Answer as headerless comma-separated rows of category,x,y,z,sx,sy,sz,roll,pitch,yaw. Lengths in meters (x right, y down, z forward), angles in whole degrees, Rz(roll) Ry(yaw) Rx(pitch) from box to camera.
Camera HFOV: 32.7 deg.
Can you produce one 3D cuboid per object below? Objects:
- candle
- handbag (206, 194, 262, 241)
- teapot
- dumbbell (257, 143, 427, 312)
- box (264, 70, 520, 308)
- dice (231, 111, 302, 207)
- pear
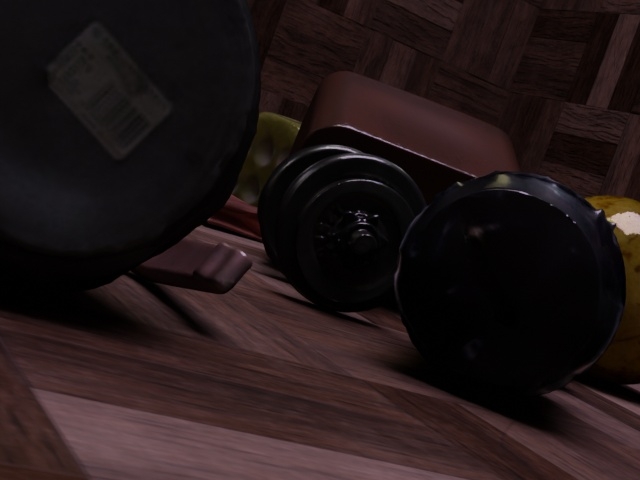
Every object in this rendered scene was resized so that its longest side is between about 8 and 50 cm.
candle,0.204,0.046,1.140,0.221,0.221,0.342,21,3,14
handbag,-0.192,-0.064,1.876,0.157,0.059,0.212,17,5,-43
teapot,-0.213,-0.101,0.863,0.376,0.305,0.361,49,-17,-25
dumbbell,0.025,-0.019,1.341,0.192,0.192,0.290,19,4,-12
box,0.113,-0.072,1.597,0.339,0.239,0.229,20,32,-9
dice,-0.042,-0.115,2.161,0.238,0.227,0.233,25,8,42
pear,0.411,0.071,1.568,0.280,0.281,0.281,20,4,-1
